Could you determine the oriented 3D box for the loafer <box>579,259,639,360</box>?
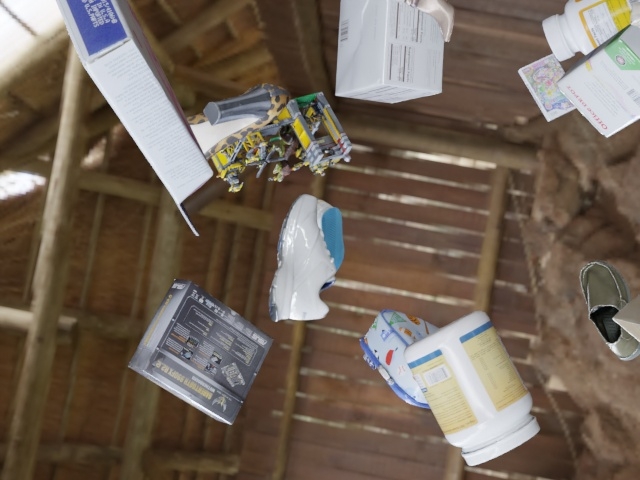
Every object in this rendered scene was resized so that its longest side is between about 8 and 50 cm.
[{"bbox_3d":[0.640,0.143,2.261,0.094,0.087,0.251,-37,50,26],"label":"loafer"}]

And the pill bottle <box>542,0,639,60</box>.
[{"bbox_3d":[0.622,-0.489,2.235,0.136,0.246,0.136,45,-147,-41],"label":"pill bottle"}]

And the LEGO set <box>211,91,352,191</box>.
[{"bbox_3d":[-0.083,-0.199,2.436,0.192,0.331,0.255,62,141,17],"label":"LEGO set"}]

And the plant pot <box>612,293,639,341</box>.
[{"bbox_3d":[0.559,0.125,1.639,0.096,0.109,0.109,-53,10,-5],"label":"plant pot"}]

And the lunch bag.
[{"bbox_3d":[0.233,0.271,2.143,0.115,0.303,0.243,-56,43,17],"label":"lunch bag"}]

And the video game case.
[{"bbox_3d":[0.465,-0.310,2.056,0.122,0.087,0.011,61,163,8],"label":"video game case"}]

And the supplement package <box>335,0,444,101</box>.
[{"bbox_3d":[0.146,-0.431,2.110,0.204,0.145,0.261,1,87,63],"label":"supplement package"}]

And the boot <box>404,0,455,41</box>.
[{"bbox_3d":[0.187,-0.404,1.750,0.042,0.087,0.118,133,145,-70],"label":"boot"}]

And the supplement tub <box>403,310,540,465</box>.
[{"bbox_3d":[0.229,0.221,1.534,0.199,0.144,0.144,63,180,6],"label":"supplement tub"}]

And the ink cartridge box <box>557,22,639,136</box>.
[{"bbox_3d":[0.585,-0.312,1.970,0.093,0.154,0.212,-45,3,-27],"label":"ink cartridge box"}]

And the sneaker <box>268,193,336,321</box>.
[{"bbox_3d":[-0.029,0.040,2.102,0.111,0.129,0.297,106,173,-63],"label":"sneaker"}]

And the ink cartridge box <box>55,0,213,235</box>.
[{"bbox_3d":[-0.232,-0.216,1.235,0.324,0.071,0.330,60,179,35],"label":"ink cartridge box"}]

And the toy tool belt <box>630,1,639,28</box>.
[{"bbox_3d":[0.553,-0.378,1.690,0.083,0.051,0.052,-31,-53,-42],"label":"toy tool belt"}]

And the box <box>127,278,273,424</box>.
[{"bbox_3d":[-0.212,0.204,1.856,0.231,0.056,0.183,39,-111,-35],"label":"box"}]

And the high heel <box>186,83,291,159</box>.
[{"bbox_3d":[-0.173,-0.202,1.866,0.261,0.186,0.093,-30,82,51],"label":"high heel"}]

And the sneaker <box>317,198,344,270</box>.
[{"bbox_3d":[0.000,0.000,2.505,0.087,0.092,0.228,-21,-50,-33],"label":"sneaker"}]
